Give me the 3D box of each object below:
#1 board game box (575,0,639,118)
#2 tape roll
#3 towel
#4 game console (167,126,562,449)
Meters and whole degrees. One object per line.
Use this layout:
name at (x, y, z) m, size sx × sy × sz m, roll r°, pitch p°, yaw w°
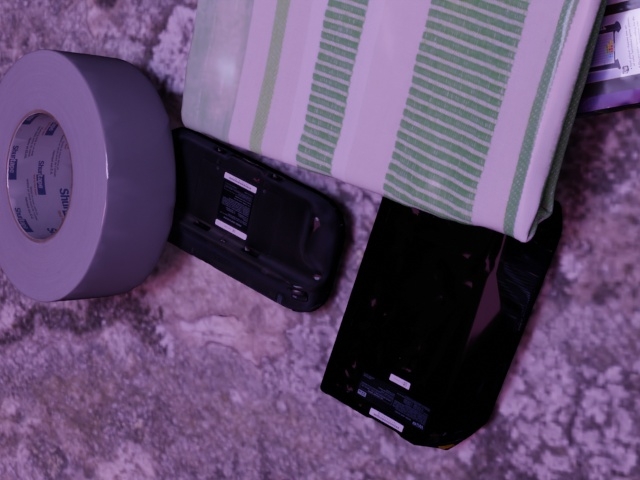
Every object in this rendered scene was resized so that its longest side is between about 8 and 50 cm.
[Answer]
board game box at (0.182, -0.169, 0.672) m, size 0.141 × 0.048 × 0.170 m, roll -6°, pitch 94°, yaw 35°
tape roll at (-0.220, -0.056, 0.904) m, size 0.219 × 0.072 × 0.219 m, roll 4°, pitch 95°, yaw 45°
towel at (0.038, -0.157, 0.721) m, size 0.324 × 0.038 × 0.248 m, roll 22°, pitch 110°, yaw 31°
game console at (0.000, 0.000, 0.818) m, size 0.361 × 0.044 × 0.213 m, roll 27°, pitch 109°, yaw 26°
